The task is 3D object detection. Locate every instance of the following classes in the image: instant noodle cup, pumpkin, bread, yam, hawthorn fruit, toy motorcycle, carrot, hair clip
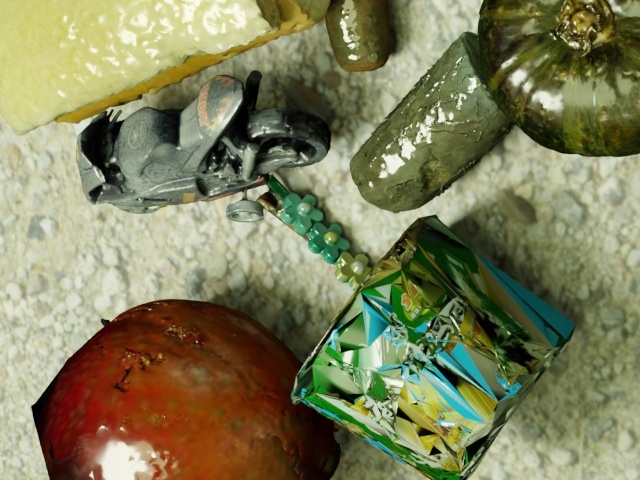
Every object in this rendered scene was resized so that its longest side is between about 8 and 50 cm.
[{"bbox_3d":[0.109,0.114,1.784,0.178,0.240,0.240,37,118,9],"label":"instant noodle cup"},{"bbox_3d":[0.246,-0.179,1.662,0.224,0.157,0.223,0,90,17],"label":"pumpkin"},{"bbox_3d":[-0.182,-0.262,1.831,0.375,0.165,0.236,-16,93,40],"label":"bread"},{"bbox_3d":[0.113,-0.106,1.785,0.107,0.107,0.183,50,123,6],"label":"yam"},{"bbox_3d":[-0.143,0.208,1.903,0.316,0.316,0.316,8,109,26],"label":"hawthorn fruit"},{"bbox_3d":[-0.136,-0.085,1.874,0.307,0.173,0.108,-18,63,41],"label":"toy motorcycle"},{"bbox_3d":[0.009,-0.327,1.798,0.070,0.070,0.342,-9,99,30],"label":"carrot"},{"bbox_3d":[0.000,0.000,1.911,0.173,0.049,0.049,44,120,11],"label":"hair clip"}]
